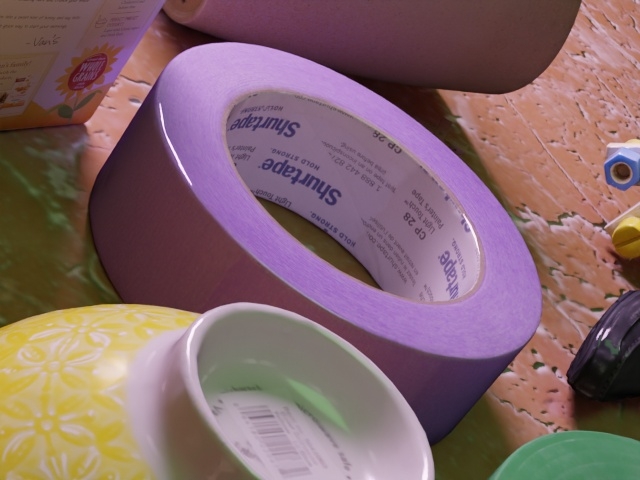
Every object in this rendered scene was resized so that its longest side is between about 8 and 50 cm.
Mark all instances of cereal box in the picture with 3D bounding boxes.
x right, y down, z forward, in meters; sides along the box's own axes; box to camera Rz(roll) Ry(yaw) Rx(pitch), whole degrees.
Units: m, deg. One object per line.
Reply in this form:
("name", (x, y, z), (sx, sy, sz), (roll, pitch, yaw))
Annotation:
("cereal box", (-0.147, -0.161, 0.951), (0.047, 0.240, 0.173), (49, 31, 21))

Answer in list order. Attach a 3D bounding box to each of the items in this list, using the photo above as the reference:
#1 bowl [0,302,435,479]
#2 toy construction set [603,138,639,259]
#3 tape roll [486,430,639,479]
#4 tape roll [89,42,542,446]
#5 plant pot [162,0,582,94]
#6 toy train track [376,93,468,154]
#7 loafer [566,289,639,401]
("bowl", (-0.043, 0.118, 0.677), (0.289, 0.156, 0.289), (27, 30, -17))
("toy construction set", (0.391, -0.027, 1.300), (0.151, 0.328, 0.215), (-34, 99, -46))
("tape roll", (0.200, 0.248, 0.903), (0.321, 0.077, 0.321), (26, 31, -17))
("tape roll", (0.000, 0.000, 1.033), (0.275, 0.090, 0.275), (26, 32, -18))
("plant pot", (0.018, -0.230, 1.261), (0.274, 0.256, 0.256), (-7, 48, -30))
("toy train track", (0.077, -0.088, 1.320), (0.083, 0.014, 0.048), (30, 36, 0))
("loafer", (0.243, 0.077, 1.194), (0.078, 0.076, 0.223), (39, 25, 20))
